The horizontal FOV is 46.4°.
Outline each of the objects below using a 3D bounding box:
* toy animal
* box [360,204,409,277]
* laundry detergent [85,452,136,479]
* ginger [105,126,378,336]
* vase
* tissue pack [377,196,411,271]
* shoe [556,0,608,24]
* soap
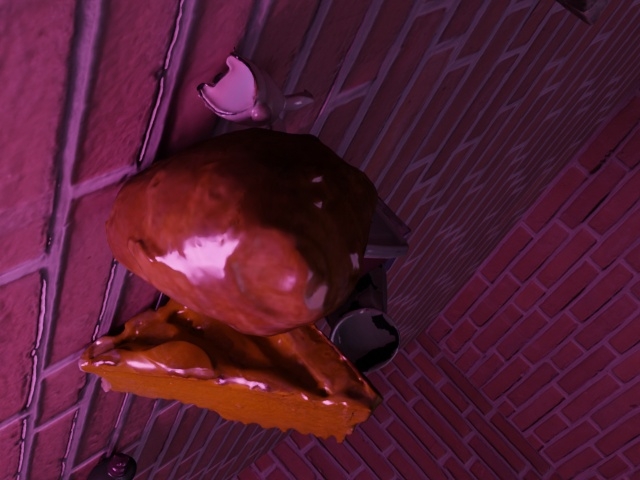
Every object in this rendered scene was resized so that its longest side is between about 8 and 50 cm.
[{"bbox_3d":[-0.070,-0.155,0.810,0.071,0.085,0.124,-63,166,6],"label":"toy animal"},{"bbox_3d":[-0.011,-0.010,1.119,0.167,0.193,0.294,-39,166,16],"label":"box"},{"bbox_3d":[-0.454,0.516,1.568,0.144,0.078,0.221,-22,155,-42],"label":"laundry detergent"},{"bbox_3d":[-0.080,-0.021,0.774,0.223,0.269,0.200,-57,-179,40],"label":"ginger"},{"bbox_3d":[0.056,0.103,1.347,0.165,0.165,0.360,-47,-165,12],"label":"vase"},{"bbox_3d":[0.113,-0.007,1.517,0.051,0.112,0.156,-35,162,-29],"label":"tissue pack"},{"bbox_3d":[0.421,-0.456,1.117,0.210,0.132,0.342,-54,164,21],"label":"shoe"},{"bbox_3d":[-0.129,0.221,1.078,0.304,0.339,0.169,-33,146,-22],"label":"soap"}]
